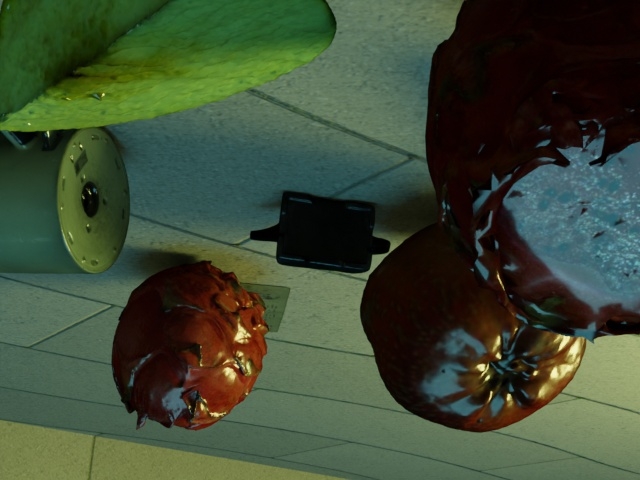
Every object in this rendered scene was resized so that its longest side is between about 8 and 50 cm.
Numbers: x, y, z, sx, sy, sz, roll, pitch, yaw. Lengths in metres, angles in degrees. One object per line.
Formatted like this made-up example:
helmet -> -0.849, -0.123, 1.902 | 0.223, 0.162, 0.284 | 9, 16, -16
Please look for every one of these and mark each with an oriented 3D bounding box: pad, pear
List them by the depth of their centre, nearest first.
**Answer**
pear -> -0.104, -0.187, 0.886 | 0.239, 0.139, 0.288 | 3, 161, -45
pad -> -0.139, 0.113, 1.853 | 0.159, 0.009, 0.265 | 5, 160, -5

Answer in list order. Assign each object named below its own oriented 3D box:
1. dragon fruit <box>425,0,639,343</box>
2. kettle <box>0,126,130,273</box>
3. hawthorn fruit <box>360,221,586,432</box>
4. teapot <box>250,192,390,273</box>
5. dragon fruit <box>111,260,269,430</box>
dragon fruit -> 0.220, -0.083, 0.867 | 0.296, 0.301, 0.295 | 6, 154, 3
kettle -> -0.367, -0.067, 1.238 | 0.255, 0.165, 0.240 | 1, 130, 19
hawthorn fruit -> 0.182, 0.099, 1.400 | 0.275, 0.275, 0.300 | 13, -176, -22
teapot -> 0.000, 0.000, 1.421 | 0.177, 0.087, 0.096 | 7, 164, -9
dragon fruit -> -0.190, 0.155, 1.642 | 0.241, 0.252, 0.241 | 21, -160, -8
